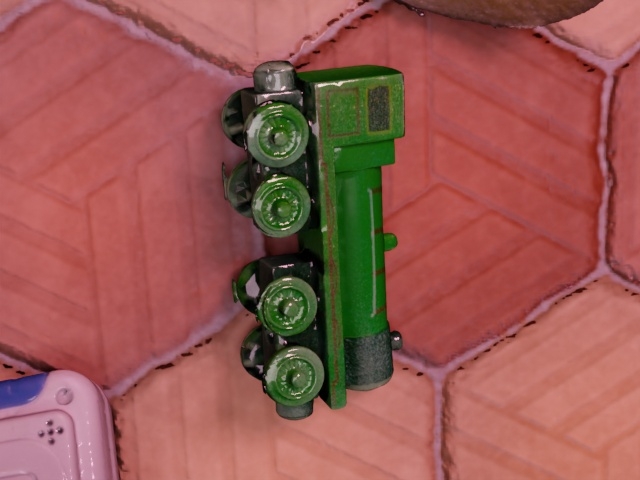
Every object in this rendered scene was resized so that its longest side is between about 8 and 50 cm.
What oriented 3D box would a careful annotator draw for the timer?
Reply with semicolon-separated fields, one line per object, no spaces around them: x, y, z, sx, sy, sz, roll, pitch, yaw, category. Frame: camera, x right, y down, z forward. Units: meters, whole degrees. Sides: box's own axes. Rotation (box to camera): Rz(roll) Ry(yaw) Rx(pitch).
-0.219;0.219;0.732;0.178;0.078;0.253;-11;70;-1;timer

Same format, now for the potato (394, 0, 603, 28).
0.100;-0.235;0.680;0.202;0.182;0.117;14;65;10;potato

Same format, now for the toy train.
0.000;0.000;0.755;0.119;0.085;0.251;-10;109;-18;toy train
